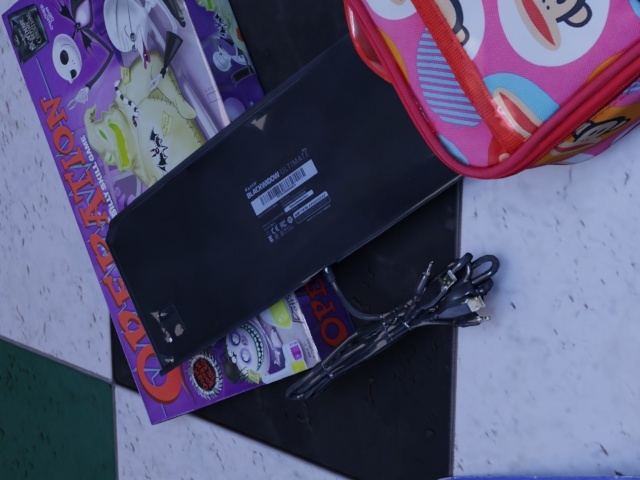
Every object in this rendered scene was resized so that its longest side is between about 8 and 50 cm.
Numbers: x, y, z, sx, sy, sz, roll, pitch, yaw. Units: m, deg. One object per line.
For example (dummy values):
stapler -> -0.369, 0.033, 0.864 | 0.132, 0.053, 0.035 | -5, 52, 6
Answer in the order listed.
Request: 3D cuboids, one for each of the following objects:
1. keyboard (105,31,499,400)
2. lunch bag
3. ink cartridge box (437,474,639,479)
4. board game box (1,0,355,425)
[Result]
keyboard -> 0.000, 0.000, 0.903 | 0.317, 0.033, 0.201 | -34, 73, 31
lunch bag -> 0.092, -0.186, 0.745 | 0.258, 0.120, 0.293 | -44, 67, 42
ink cartridge box -> 0.145, 0.253, 0.834 | 0.223, 0.045, 0.224 | -20, 87, 61
board game box -> -0.112, -0.051, 1.032 | 0.208, 0.056, 0.346 | -26, 83, 49
